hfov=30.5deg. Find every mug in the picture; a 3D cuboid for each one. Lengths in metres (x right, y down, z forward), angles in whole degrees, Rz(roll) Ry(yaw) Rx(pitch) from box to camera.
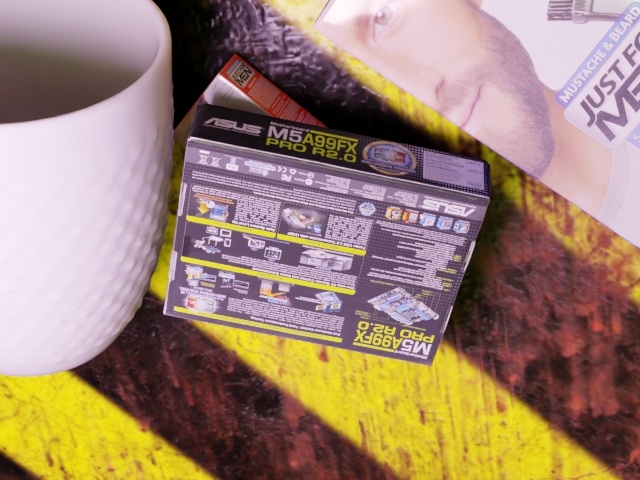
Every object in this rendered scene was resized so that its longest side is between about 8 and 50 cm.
[{"bbox_3d":[-0.306,-0.070,1.100,0.374,0.276,0.328,35,138,31],"label":"mug"}]

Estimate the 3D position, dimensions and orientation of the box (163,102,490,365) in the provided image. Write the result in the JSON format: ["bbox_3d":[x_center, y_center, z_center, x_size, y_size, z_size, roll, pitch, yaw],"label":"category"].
[{"bbox_3d":[0.000,0.000,1.087,0.270,0.060,0.216,11,130,-2],"label":"box"}]

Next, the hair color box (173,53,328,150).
[{"bbox_3d":[-0.047,-0.085,1.115,0.167,0.053,0.093,38,124,-7],"label":"hair color box"}]

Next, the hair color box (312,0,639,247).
[{"bbox_3d":[0.187,-0.166,0.964,0.339,0.110,0.185,34,125,-3],"label":"hair color box"}]
